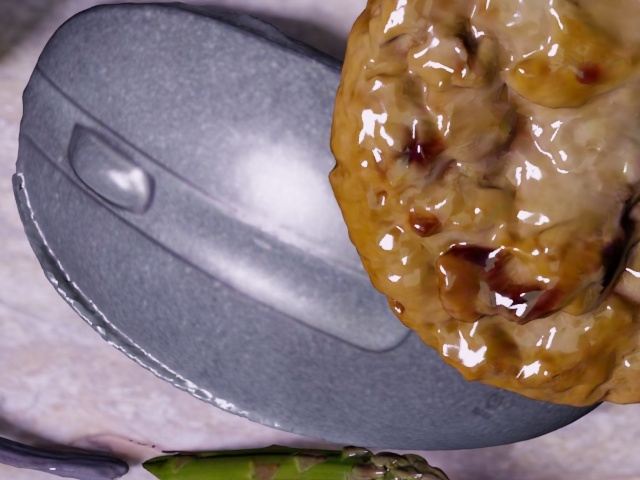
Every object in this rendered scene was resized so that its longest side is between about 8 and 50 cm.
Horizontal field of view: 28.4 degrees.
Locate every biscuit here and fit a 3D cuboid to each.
[{"bbox_3d":[0.157,-0.079,0.577,0.289,0.081,0.334,9,102,-14],"label":"biscuit"}]

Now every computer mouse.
[{"bbox_3d":[0.000,0.000,0.676,0.374,0.114,0.203,20,116,1],"label":"computer mouse"}]

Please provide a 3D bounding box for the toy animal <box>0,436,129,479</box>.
[{"bbox_3d":[-0.318,0.101,0.761,0.367,0.081,0.206,42,78,-9],"label":"toy animal"}]

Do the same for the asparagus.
[{"bbox_3d":[-0.015,0.137,0.750,0.236,0.034,0.027,-7,124,38],"label":"asparagus"}]
